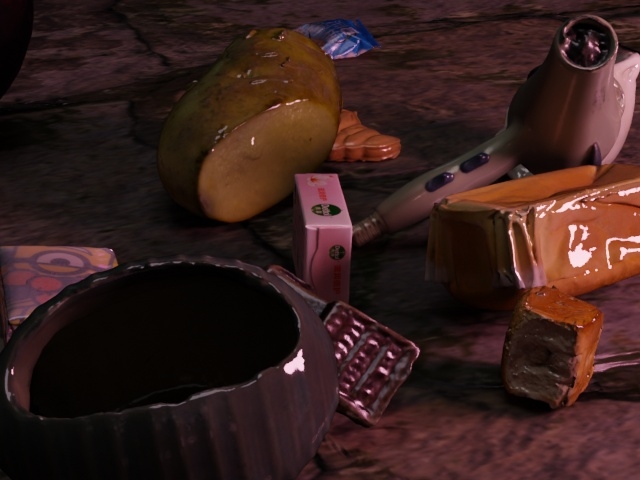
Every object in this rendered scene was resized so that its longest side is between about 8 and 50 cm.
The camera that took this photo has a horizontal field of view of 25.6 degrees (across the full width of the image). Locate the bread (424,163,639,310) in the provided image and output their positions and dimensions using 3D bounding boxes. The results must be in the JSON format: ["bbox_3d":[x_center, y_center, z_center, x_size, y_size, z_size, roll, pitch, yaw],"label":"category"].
[{"bbox_3d":[0.221,-0.004,1.295,0.241,0.107,0.136,-14,11,-35],"label":"bread"}]

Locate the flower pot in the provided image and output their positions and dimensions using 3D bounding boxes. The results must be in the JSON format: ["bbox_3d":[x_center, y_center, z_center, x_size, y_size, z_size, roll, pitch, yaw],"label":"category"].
[{"bbox_3d":[-0.108,0.108,0.979,0.243,0.157,0.189,-12,51,0],"label":"flower pot"}]

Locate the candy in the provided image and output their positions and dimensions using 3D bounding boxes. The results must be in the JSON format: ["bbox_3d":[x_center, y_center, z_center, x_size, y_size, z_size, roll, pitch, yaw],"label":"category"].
[{"bbox_3d":[0.007,-0.276,1.971,0.136,0.038,0.088,-14,42,-15],"label":"candy"}]

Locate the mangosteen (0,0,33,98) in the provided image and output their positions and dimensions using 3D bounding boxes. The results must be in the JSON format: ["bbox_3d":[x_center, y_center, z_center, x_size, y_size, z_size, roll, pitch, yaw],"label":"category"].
[{"bbox_3d":[-0.536,-0.256,1.582,0.435,0.382,0.382,-29,5,37],"label":"mangosteen"}]

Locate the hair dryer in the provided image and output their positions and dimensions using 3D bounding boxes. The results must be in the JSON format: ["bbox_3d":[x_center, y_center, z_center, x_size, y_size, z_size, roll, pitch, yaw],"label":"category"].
[{"bbox_3d":[0.185,-0.108,1.344,0.298,0.296,0.119,-25,73,-24],"label":"hair dryer"}]

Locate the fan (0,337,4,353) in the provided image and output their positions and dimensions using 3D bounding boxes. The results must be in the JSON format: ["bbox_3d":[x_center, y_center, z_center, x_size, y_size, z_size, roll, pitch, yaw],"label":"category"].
[{"bbox_3d":[-0.338,0.083,1.217,0.182,0.010,0.310,-4,26,-10],"label":"fan"}]

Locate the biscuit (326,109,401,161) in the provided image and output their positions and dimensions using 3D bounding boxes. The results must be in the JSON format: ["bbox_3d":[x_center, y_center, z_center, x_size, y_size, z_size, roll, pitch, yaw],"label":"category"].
[{"bbox_3d":[-0.027,-0.129,1.666,0.250,0.035,0.162,7,22,15],"label":"biscuit"}]

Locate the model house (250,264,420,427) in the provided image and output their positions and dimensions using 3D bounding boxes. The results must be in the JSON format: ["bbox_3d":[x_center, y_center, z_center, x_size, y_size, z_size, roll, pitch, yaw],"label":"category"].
[{"bbox_3d":[-0.012,0.105,1.113,0.152,0.106,0.165,28,70,23],"label":"model house"}]

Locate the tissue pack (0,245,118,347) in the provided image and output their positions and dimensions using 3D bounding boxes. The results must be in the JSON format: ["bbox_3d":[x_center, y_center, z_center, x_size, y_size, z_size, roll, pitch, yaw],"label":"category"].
[{"bbox_3d":[-0.221,0.056,1.214,0.108,0.060,0.148,0,23,-16],"label":"tissue pack"}]

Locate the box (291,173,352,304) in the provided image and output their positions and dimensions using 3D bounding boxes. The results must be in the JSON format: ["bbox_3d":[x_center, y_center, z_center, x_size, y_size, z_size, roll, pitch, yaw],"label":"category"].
[{"bbox_3d":[0.000,0.000,1.323,0.043,0.089,0.125,-1,27,-6],"label":"box"}]

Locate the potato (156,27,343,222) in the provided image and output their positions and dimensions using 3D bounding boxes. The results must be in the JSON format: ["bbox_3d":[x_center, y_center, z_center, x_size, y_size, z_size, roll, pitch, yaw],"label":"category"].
[{"bbox_3d":[-0.073,-0.120,1.513,0.176,0.141,0.298,-2,39,28],"label":"potato"}]

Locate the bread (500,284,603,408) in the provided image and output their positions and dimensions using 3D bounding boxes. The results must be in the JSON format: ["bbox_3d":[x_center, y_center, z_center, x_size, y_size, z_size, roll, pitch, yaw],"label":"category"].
[{"bbox_3d":[0.185,0.087,1.156,0.076,0.083,0.070,18,21,24],"label":"bread"}]

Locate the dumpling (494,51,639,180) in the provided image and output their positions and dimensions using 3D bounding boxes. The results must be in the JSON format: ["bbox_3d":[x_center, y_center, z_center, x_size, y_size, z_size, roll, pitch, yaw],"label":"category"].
[{"bbox_3d":[0.269,-0.137,1.599,0.151,0.124,0.229,6,46,41],"label":"dumpling"}]
